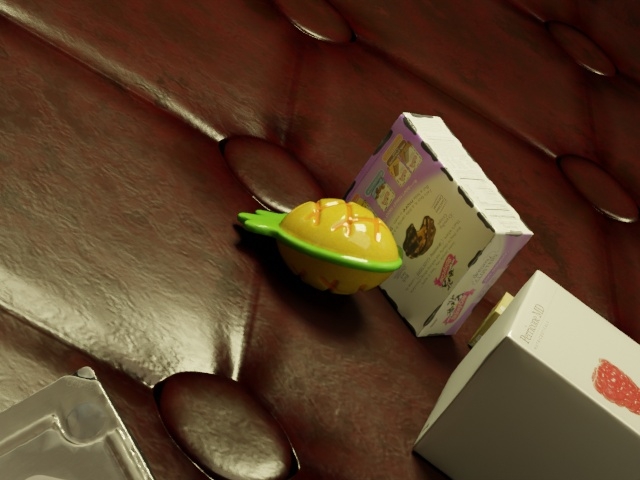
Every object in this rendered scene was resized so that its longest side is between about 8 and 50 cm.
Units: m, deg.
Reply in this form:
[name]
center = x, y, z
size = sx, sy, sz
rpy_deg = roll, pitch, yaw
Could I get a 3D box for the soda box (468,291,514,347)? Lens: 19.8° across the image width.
[soda box]
center = 0.262, 0.143, 2.092
size = 0.181, 0.058, 0.061
rpy_deg = 37, 27, 3

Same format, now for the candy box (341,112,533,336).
[candy box]
center = 0.121, -0.017, 2.062
size = 0.070, 0.165, 0.196
rpy_deg = 1, 44, -46

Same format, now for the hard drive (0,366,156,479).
[hard drive]
center = -0.179, 0.271, 1.209
size = 0.339, 0.237, 0.064
rpy_deg = 56, -9, 33

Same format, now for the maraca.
[maraca]
center = 0.000, 0.000, 1.978
size = 0.186, 0.099, 0.127
rpy_deg = 19, 10, 22

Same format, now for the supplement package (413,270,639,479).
[supplement package]
center = 0.275, 0.206, 1.879
size = 0.293, 0.175, 0.177
rpy_deg = 36, 28, 1
